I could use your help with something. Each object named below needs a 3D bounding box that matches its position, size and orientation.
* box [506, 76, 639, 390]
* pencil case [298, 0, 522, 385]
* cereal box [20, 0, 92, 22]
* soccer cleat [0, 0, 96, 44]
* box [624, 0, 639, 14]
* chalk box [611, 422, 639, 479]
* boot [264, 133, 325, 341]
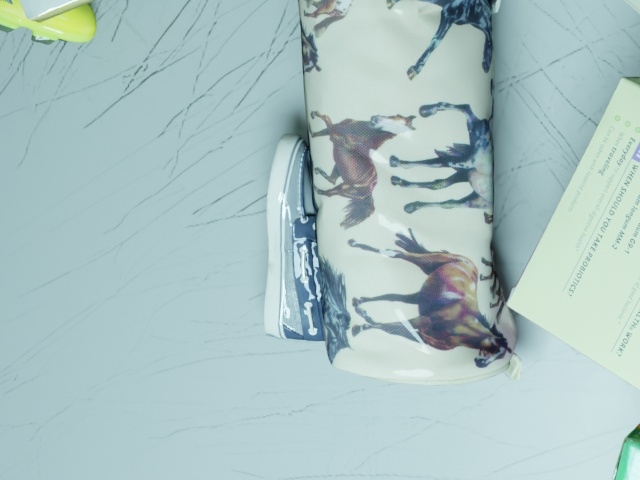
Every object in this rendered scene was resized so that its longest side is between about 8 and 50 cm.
[{"bbox_3d":[0.311,0.017,1.419,0.243,0.117,0.213,33,111,25],"label":"box"},{"bbox_3d":[0.080,-0.079,1.497,0.184,0.160,0.410,-4,97,-4],"label":"pencil case"},{"bbox_3d":[-0.223,-0.335,1.590,0.173,0.047,0.240,-22,90,5],"label":"cereal box"},{"bbox_3d":[-0.319,-0.286,1.673,0.289,0.093,0.121,35,103,14],"label":"soccer cleat"},{"bbox_3d":[0.324,-0.190,1.389,0.275,0.094,0.113,47,114,23],"label":"box"},{"bbox_3d":[0.300,0.220,1.419,0.132,0.213,0.132,17,103,19],"label":"chalk box"},{"bbox_3d":[0.000,0.000,1.600,0.086,0.069,0.190,7,108,14],"label":"boot"}]
